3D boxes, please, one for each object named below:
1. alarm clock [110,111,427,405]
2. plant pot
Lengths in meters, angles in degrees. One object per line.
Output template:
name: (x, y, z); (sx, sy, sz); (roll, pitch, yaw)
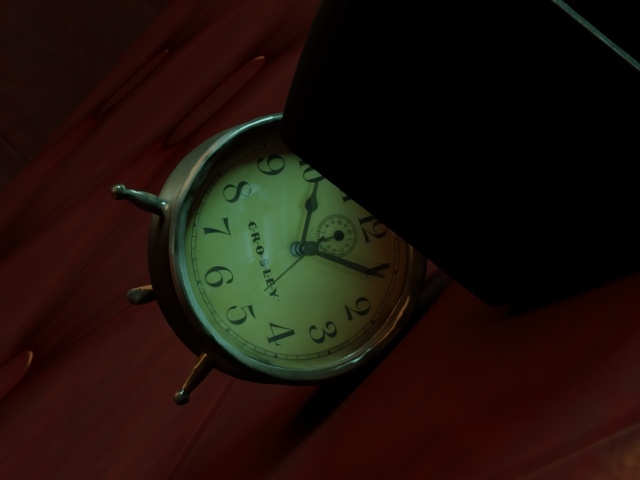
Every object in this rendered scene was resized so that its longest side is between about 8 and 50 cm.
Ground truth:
alarm clock: (0.000, 0.000, 0.937); (0.192, 0.129, 0.064); (-17, 2, -18)
plant pot: (0.092, -0.084, 0.823); (0.167, 0.187, 0.188); (-49, 6, 42)
